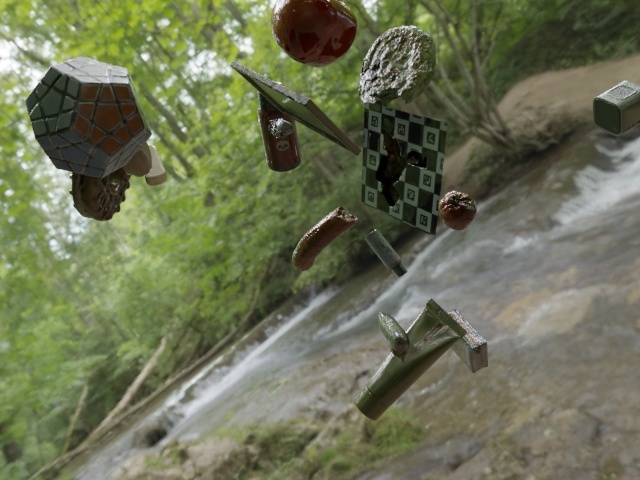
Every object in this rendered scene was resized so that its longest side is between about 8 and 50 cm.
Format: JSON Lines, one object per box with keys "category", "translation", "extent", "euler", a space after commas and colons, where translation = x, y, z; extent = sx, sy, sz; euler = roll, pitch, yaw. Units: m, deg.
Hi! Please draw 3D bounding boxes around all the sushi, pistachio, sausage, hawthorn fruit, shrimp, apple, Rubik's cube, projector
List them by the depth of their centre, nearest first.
{"category": "projector", "translation": [0.656, -0.287, 1.347], "extent": [0.082, 0.083, 0.083], "euler": [-29, 39, -9]}
{"category": "Rubik's cube", "translation": [-0.607, -0.325, 1.636], "extent": [0.319, 0.319, 0.264], "euler": [-43, 32, 51]}
{"category": "apple", "translation": [-0.021, -0.641, 1.843], "extent": [0.216, 0.260, 0.260], "euler": [-50, -6, 22]}
{"category": "sausage", "translation": [-0.004, 0.000, 1.894], "extent": [0.103, 0.076, 0.302], "euler": [2, -34, -41]}
{"category": "sushi", "translation": [0.265, -0.230, 1.897], "extent": [0.064, 0.343, 0.359], "euler": [-15, 28, -32]}
{"category": "shrimp", "translation": [-0.131, -0.353, 1.946], "extent": [0.165, 0.065, 0.057], "euler": [7, 85, 59]}
{"category": "pistachio", "translation": [-0.609, -0.274, 2.021], "extent": [0.126, 0.108, 0.185], "euler": [-50, -10, -9]}
{"category": "hawthorn fruit", "translation": [0.522, -0.106, 2.351], "extent": [0.148, 0.148, 0.172], "euler": [-40, -34, -11]}

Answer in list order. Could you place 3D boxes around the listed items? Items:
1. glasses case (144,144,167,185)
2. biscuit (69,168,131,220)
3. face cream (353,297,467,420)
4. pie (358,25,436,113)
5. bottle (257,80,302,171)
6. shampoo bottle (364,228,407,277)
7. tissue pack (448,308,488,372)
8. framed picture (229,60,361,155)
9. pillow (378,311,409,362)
{"category": "glasses case", "translation": [-0.627, -0.280, 2.288], "extent": [0.083, 0.196, 0.050], "euler": [-18, -39, -14]}
{"category": "biscuit", "translation": [-0.766, -0.208, 2.180], "extent": [0.366, 0.115, 0.268], "euler": [-73, -5, -68]}
{"category": "face cream", "translation": [0.224, 0.321, 1.619], "extent": [0.341, 0.137, 0.084], "euler": [-50, -36, 8]}
{"category": "pie", "translation": [0.236, -0.540, 1.944], "extent": [0.302, 0.302, 0.067], "euler": [-41, -40, 25]}
{"category": "bottle", "translation": [-0.158, -0.435, 2.344], "extent": [0.144, 0.144, 0.336], "euler": [-39, -42, -34]}
{"category": "shampoo bottle", "translation": [0.266, 0.054, 2.469], "extent": [0.072, 0.214, 0.072], "euler": [-37, -7, -5]}
{"category": "tissue pack", "translation": [0.421, 0.292, 1.797], "extent": [0.065, 0.155, 0.115], "euler": [-24, -48, -11]}
{"category": "framed picture", "translation": [-0.067, -0.343, 1.594], "extent": [0.022, 0.335, 0.247], "euler": [-54, -40, 1]}
{"category": "pillow", "translation": [0.182, 0.242, 1.529], "extent": [0.051, 0.093, 0.241], "euler": [-12, 8, -5]}
